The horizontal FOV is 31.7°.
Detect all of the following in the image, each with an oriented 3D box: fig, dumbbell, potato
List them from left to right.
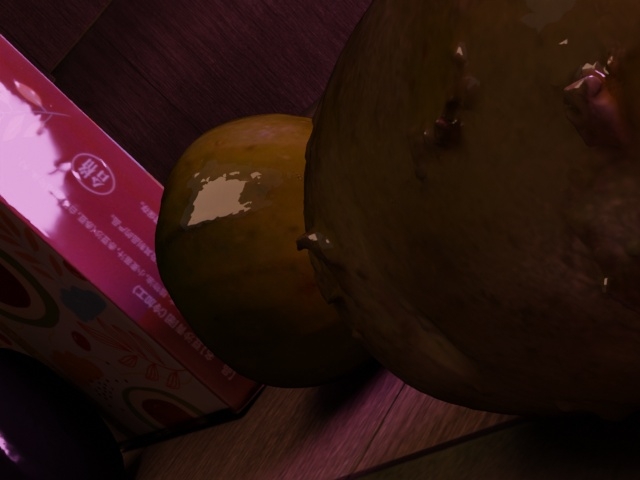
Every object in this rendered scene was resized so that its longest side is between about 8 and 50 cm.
[{"bbox_3d":[-0.366,0.278,1.094,0.322,0.204,0.204,-44,10,9],"label":"dumbbell"},{"bbox_3d":[0.000,0.000,0.795,0.225,0.203,0.203,-16,23,27],"label":"fig"},{"bbox_3d":[0.119,-0.047,0.434,0.359,0.219,0.270,-45,-2,43],"label":"potato"}]

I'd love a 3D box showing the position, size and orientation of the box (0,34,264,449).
[{"bbox_3d":[-0.252,0.026,1.109,0.122,0.385,0.344,-53,12,-30],"label":"box"}]
